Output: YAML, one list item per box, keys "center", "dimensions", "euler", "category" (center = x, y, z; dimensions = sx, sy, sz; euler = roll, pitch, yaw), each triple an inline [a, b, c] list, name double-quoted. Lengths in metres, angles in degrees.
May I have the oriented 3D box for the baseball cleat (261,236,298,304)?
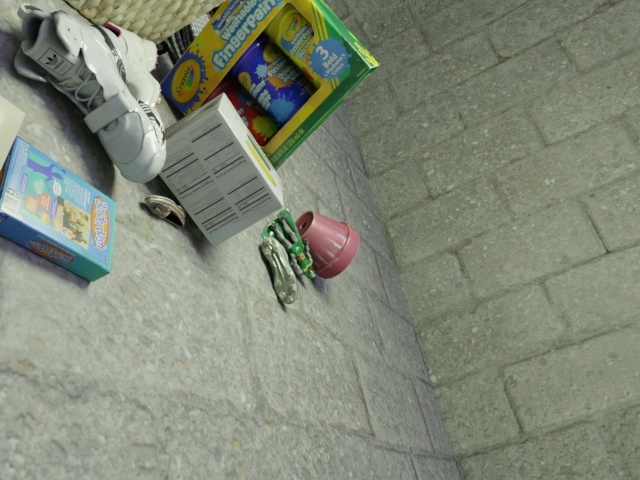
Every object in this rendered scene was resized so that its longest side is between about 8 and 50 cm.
- center: [-0.106, 0.084, 1.601]
  dimensions: [0.109, 0.072, 0.206]
  euler: [10, 60, -76]
  category: "baseball cleat"

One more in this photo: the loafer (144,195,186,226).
- center: [-0.334, -0.063, 1.199]
  dimensions: [0.125, 0.045, 0.039]
  euler: [32, 44, -64]
  category: "loafer"

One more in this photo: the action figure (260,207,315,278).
- center: [-0.080, 0.029, 1.717]
  dimensions: [0.137, 0.063, 0.232]
  euler: [-47, 119, -32]
  category: "action figure"

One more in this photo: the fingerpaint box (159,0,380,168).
- center: [-0.137, -0.429, 1.430]
  dimensions: [0.371, 0.445, 0.163]
  euler: [47, 24, -5]
  category: "fingerpaint box"

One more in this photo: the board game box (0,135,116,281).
- center: [-0.431, -0.047, 0.896]
  dimensions: [0.210, 0.047, 0.160]
  euler: [44, 27, -48]
  category: "board game box"

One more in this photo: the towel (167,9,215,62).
- center: [-0.363, -0.592, 1.666]
  dimensions: [0.284, 0.121, 0.235]
  euler: [64, 19, -5]
  category: "towel"

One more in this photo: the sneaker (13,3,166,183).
- center: [-0.439, -0.278, 1.039]
  dimensions: [0.366, 0.137, 0.210]
  euler: [64, 18, 12]
  category: "sneaker"

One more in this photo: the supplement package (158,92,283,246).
- center: [-0.239, -0.170, 1.298]
  dimensions: [0.263, 0.198, 0.199]
  euler: [57, 9, -24]
  category: "supplement package"

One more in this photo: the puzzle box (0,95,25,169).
- center: [-0.544, -0.147, 0.571]
  dimensions: [0.409, 0.052, 0.272]
  euler: [44, 47, -49]
  category: "puzzle box"

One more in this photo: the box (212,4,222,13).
- center: [-0.223, -0.673, 1.850]
  dimensions: [0.343, 0.179, 0.312]
  euler: [60, -14, -18]
  category: "box"

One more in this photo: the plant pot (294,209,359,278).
- center: [0.000, 0.000, 1.843]
  dimensions: [0.180, 0.201, 0.201]
  euler: [36, 30, -27]
  category: "plant pot"

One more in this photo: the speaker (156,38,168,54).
- center: [-0.451, -0.577, 1.508]
  dimensions: [0.055, 0.055, 0.136]
  euler: [37, 34, -56]
  category: "speaker"

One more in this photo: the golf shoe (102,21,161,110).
- center: [-0.438, -0.368, 1.221]
  dimensions: [0.140, 0.115, 0.306]
  euler: [31, 30, -44]
  category: "golf shoe"

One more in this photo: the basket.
- center: [-0.422, -0.674, 1.276]
  dimensions: [0.328, 0.331, 0.266]
  euler: [31, 40, -59]
  category: "basket"
